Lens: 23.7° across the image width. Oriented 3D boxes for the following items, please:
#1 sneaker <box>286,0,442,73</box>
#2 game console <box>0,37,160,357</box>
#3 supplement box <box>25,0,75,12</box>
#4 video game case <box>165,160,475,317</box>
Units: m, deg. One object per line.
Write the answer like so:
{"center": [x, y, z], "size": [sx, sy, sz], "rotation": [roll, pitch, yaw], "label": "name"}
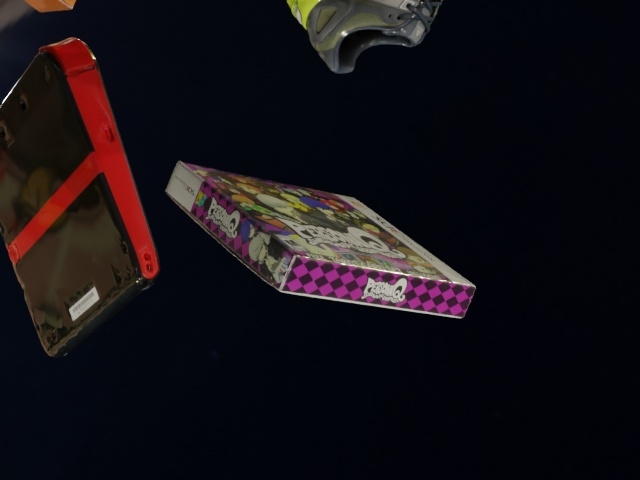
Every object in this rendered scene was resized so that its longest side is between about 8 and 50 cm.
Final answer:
{"center": [0.109, -0.288, 1.715], "size": [0.300, 0.111, 0.121], "rotation": [-29, -111, 25], "label": "sneaker"}
{"center": [-0.338, -0.050, 2.015], "size": [0.060, 0.342, 0.386], "rotation": [-17, 170, -32], "label": "game console"}
{"center": [-0.313, -0.407, 1.937], "size": [0.078, 0.080, 0.233], "rotation": [4, -114, 46], "label": "supplement box"}
{"center": [0.000, 0.000, 1.440], "size": [0.210, 0.232, 0.042], "rotation": [38, -69, 47], "label": "video game case"}
